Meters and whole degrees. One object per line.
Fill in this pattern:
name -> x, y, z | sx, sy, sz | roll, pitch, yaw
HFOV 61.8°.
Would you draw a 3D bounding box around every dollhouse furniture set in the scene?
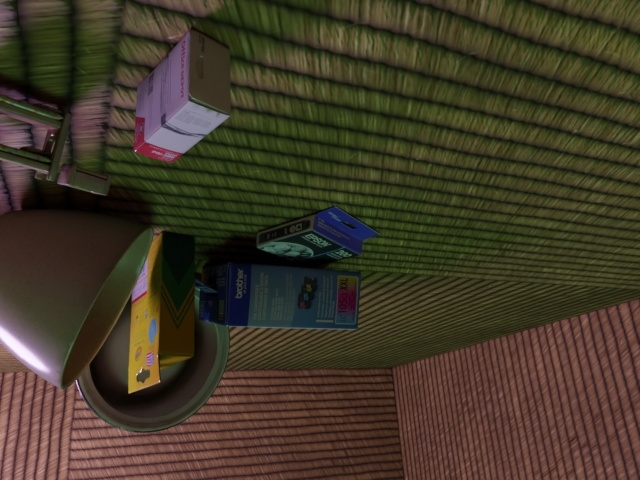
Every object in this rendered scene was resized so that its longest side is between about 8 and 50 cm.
dollhouse furniture set -> -0.400, -0.139, 0.737 | 0.161, 0.101, 0.182 | 11, 176, 45

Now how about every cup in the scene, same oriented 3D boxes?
cup -> -0.494, 0.070, 0.988 | 0.237, 0.331, 0.331 | 27, 153, -7

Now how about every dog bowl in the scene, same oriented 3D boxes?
dog bowl -> -0.453, 0.281, 1.410 | 0.408, 0.407, 0.150 | 14, 171, -39

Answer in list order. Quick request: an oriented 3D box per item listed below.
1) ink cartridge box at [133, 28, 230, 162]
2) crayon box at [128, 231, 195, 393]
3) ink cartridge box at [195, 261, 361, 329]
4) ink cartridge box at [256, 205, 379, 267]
ink cartridge box -> -0.167, -0.168, 0.641 | 0.056, 0.099, 0.135 | 15, 153, -41
crayon box -> -0.353, 0.165, 1.183 | 0.081, 0.318, 0.202 | 11, 155, -34
ink cartridge box -> -0.136, 0.137, 1.314 | 0.396, 0.151, 0.270 | 4, 173, -25
ink cartridge box -> 0.000, 0.000, 1.202 | 0.208, 0.045, 0.206 | -18, 155, 29
